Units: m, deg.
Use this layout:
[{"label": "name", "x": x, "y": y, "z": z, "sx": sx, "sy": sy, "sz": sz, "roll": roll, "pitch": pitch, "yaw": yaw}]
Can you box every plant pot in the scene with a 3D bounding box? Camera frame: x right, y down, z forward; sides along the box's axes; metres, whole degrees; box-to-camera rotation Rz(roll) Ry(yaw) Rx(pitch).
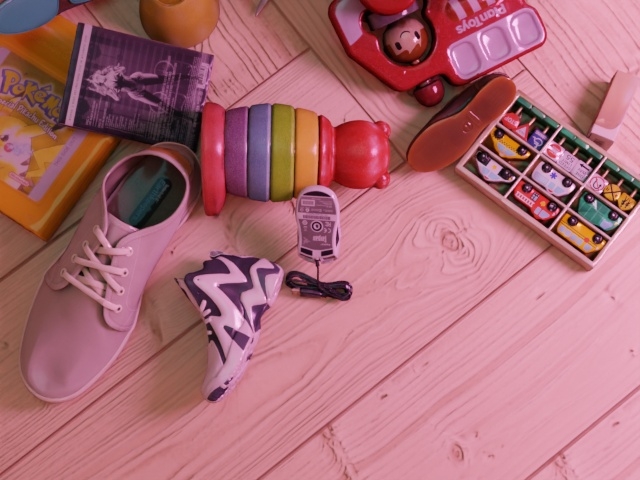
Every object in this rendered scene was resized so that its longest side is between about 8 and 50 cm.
[{"label": "plant pot", "x": -0.235, "y": -0.391, "z": 1.761, "sx": 0.134, "sy": 0.095, "sz": 0.134, "roll": 0, "pitch": 78, "yaw": 1}]

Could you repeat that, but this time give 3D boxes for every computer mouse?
[{"label": "computer mouse", "x": 0.000, "y": 0.000, "z": 1.661, "sx": 0.106, "sy": 0.042, "sz": 0.193, "roll": 6, "pitch": 115, "yaw": 8}]

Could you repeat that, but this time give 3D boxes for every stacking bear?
[{"label": "stacking bear", "x": -0.036, "y": -0.133, "z": 1.676, "sx": 0.289, "sy": 0.164, "sz": 0.175, "roll": 0, "pitch": 78, "yaw": -3}]

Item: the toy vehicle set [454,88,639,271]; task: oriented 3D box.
[{"label": "toy vehicle set", "x": 0.367, "y": -0.096, "z": 1.709, "sx": 0.267, "sy": 0.035, "sz": 0.166, "roll": 37, "pitch": 82, "yaw": 9}]

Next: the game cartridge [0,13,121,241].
[{"label": "game cartridge", "x": -0.465, "y": -0.205, "z": 1.752, "sx": 0.285, "sy": 0.052, "sz": 0.323, "roll": 32, "pitch": 82, "yaw": 8}]

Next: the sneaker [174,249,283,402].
[{"label": "sneaker", "x": -0.167, "y": 0.119, "z": 1.653, "sx": 0.153, "sy": 0.094, "sz": 0.235, "roll": 22, "pitch": 80, "yaw": 8}]

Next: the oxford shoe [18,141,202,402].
[{"label": "oxford shoe", "x": -0.329, "y": 0.039, "z": 1.654, "sx": 0.169, "sy": 0.130, "sz": 0.449, "roll": 31, "pitch": 86, "yaw": 3}]

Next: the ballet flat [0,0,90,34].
[{"label": "ballet flat", "x": -0.434, "y": -0.409, "z": 1.746, "sx": 0.280, "sy": 0.095, "sz": 0.096, "roll": -30, "pitch": 60, "yaw": -34}]

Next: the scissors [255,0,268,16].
[{"label": "scissors", "x": -0.025, "y": -0.500, "z": 1.814, "sx": 0.109, "sy": 0.021, "sz": 0.297, "roll": 14, "pitch": 77, "yaw": 3}]

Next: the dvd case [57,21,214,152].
[{"label": "dvd case", "x": -0.291, "y": -0.240, "z": 1.724, "sx": 0.221, "sy": 0.018, "sz": 0.164, "roll": 11, "pitch": 86, "yaw": -17}]

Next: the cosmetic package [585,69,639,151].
[{"label": "cosmetic package", "x": 0.462, "y": -0.205, "z": 1.717, "sx": 0.041, "sy": 0.060, "sz": 0.115, "roll": 24, "pitch": 78, "yaw": 7}]

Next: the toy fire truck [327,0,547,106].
[{"label": "toy fire truck", "x": 0.181, "y": -0.356, "z": 1.719, "sx": 0.302, "sy": 0.169, "sz": 0.254, "roll": -28, "pitch": 97, "yaw": -3}]

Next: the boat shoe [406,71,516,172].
[{"label": "boat shoe", "x": 0.220, "y": -0.187, "z": 1.715, "sx": 0.207, "sy": 0.073, "sz": 0.073, "roll": -38, "pitch": 110, "yaw": 6}]
